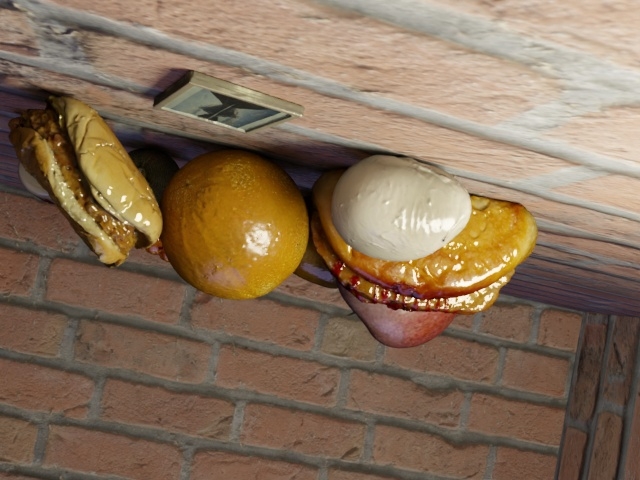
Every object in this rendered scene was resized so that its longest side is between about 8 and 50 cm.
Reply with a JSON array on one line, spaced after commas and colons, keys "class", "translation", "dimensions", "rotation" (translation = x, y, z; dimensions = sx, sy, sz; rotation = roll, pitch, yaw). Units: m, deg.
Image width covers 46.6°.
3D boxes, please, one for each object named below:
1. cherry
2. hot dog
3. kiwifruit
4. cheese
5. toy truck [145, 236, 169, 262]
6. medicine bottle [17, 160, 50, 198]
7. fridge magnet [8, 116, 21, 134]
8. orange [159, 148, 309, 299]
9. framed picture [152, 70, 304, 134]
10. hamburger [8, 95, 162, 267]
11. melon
[{"class": "cherry", "translation": [0.175, 0.082, 1.517], "dimensions": [0.261, 0.307, 0.221], "rotation": [53, -175, -6]}, {"class": "hot dog", "translation": [0.168, 0.018, 1.319], "dimensions": [0.405, 0.223, 0.185], "rotation": [12, 178, 0]}, {"class": "kiwifruit", "translation": [0.000, 0.000, 1.668], "dimensions": [0.234, 0.196, 0.196], "rotation": [29, 174, -4]}, {"class": "cheese", "translation": [0.109, -0.046, 1.115], "dimensions": [0.189, 0.154, 0.198], "rotation": [18, 174, -15]}, {"class": "toy truck", "translation": [-0.325, -0.039, 1.929], "dimensions": [0.204, 0.211, 0.288], "rotation": [11, 172, 10]}, {"class": "medicine bottle", "translation": [-0.635, -0.155, 1.774], "dimensions": [0.131, 0.131, 0.250], "rotation": [13, 176, -11]}, {"class": "fridge magnet", "translation": [-0.512, -0.195, 1.397], "dimensions": [0.143, 0.063, 0.143], "rotation": [11, 172, 2]}, {"class": "orange", "translation": [-0.148, -0.025, 1.300], "dimensions": [0.274, 0.274, 0.274], "rotation": [12, 175, 1]}, {"class": "framed picture", "translation": [-0.127, -0.175, 0.977], "dimensions": [0.150, 0.015, 0.203], "rotation": [13, 175, -25]}, {"class": "hamburger", "translation": [-0.371, -0.097, 1.195], "dimensions": [0.283, 0.144, 0.259], "rotation": [54, 166, -22]}, {"class": "melon", "translation": [-0.346, -0.116, 1.487], "dimensions": [0.139, 0.139, 0.192], "rotation": [12, 172, -2]}]
